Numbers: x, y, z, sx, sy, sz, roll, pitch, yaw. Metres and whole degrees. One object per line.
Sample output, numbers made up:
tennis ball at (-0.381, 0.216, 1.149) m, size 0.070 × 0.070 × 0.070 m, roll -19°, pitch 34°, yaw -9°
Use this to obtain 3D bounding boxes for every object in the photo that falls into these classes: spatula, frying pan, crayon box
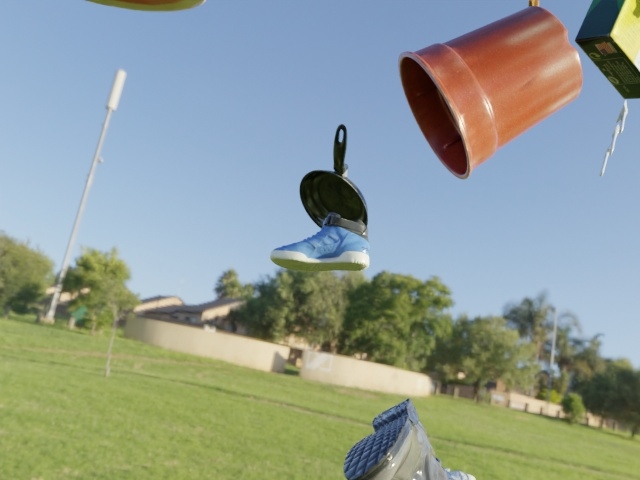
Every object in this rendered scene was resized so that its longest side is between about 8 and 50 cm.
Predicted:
spatula at (0.786, -0.275, 1.648) m, size 0.019 × 0.168 × 0.242 m, roll 24°, pitch 34°, yaw 18°
frying pan at (0.021, -0.141, 1.438) m, size 0.197 × 0.053 × 0.326 m, roll 13°, pitch -47°, yaw 36°
crayon box at (0.634, -0.465, 1.192) m, size 0.202 × 0.318 × 0.081 m, roll 31°, pitch -9°, yaw -31°

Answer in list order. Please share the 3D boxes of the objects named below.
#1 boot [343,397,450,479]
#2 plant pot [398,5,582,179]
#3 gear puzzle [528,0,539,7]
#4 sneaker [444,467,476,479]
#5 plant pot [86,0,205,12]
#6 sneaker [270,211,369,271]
boot at (0.166, 0.419, 1.068) m, size 0.118 × 0.223 × 0.338 m, roll -32°, pitch -9°, yaw 19°
plant pot at (0.331, -0.299, 1.188) m, size 0.265 × 0.272 × 0.272 m, roll -28°, pitch -17°, yaw -1°
gear puzzle at (0.535, -0.459, 1.526) m, size 0.044 × 0.175 × 0.339 m, roll 4°, pitch -41°, yaw 23°
sneaker at (0.322, 0.580, 1.402) m, size 0.115 × 0.090 × 0.232 m, roll -23°, pitch 17°, yaw -20°
plant pot at (-0.179, -0.350, 0.532) m, size 0.275 × 0.243 × 0.275 m, roll 7°, pitch 4°, yaw 0°
sneaker at (0.000, 0.000, 0.944) m, size 0.152 × 0.085 × 0.058 m, roll -1°, pitch -22°, yaw 11°
